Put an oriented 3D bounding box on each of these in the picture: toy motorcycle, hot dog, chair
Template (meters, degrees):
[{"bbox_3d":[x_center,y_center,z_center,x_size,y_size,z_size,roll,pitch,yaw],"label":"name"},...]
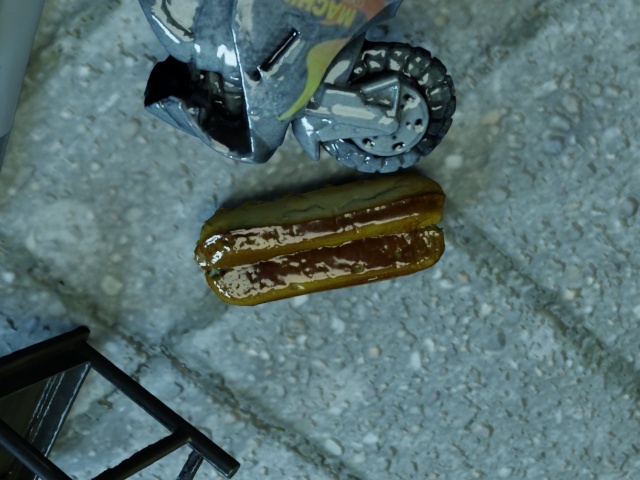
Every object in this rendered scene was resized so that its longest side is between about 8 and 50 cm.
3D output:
[{"bbox_3d":[-0.038,-0.149,0.726,0.173,0.108,0.307,-20,122,7],"label":"toy motorcycle"},{"bbox_3d":[0.000,0.000,0.863,0.165,0.045,0.071,-11,125,-6],"label":"hot dog"},{"bbox_3d":[-0.209,0.134,0.853,0.260,0.141,0.154,37,115,18],"label":"chair"}]

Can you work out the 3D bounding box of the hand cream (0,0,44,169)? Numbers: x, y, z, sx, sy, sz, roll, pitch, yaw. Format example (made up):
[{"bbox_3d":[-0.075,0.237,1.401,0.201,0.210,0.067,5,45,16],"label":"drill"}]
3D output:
[{"bbox_3d":[-0.198,-0.098,0.755,0.079,0.048,0.255,6,118,-22],"label":"hand cream"}]
